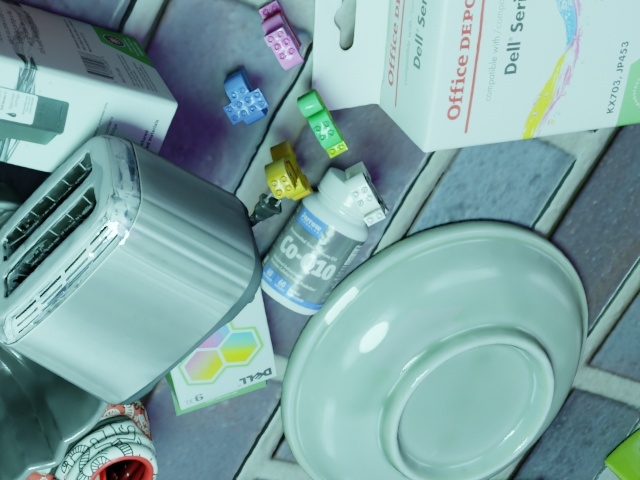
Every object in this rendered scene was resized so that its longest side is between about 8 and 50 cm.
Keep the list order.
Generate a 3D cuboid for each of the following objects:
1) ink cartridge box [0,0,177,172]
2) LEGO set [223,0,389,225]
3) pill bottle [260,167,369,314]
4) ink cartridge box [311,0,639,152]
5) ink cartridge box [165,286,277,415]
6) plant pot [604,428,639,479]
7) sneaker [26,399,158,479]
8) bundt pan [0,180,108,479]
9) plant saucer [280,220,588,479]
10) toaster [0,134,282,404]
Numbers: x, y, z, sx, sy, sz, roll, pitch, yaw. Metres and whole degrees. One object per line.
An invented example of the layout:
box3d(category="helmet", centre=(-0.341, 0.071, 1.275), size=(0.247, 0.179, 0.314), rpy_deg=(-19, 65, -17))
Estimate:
box3d(category="ink cartridge box", centre=(-0.240, -0.127, 0.897), size=(0.208, 0.153, 0.087), rpy_deg=(13, 114, -29))
box3d(category="LEGO set", centre=(-0.024, -0.091, 1.016), size=(0.087, 0.093, 0.227), rpy_deg=(-27, 106, 11))
box3d(category="pill bottle", centre=(0.000, 0.000, 1.131), size=(0.078, 0.078, 0.137), rpy_deg=(23, 107, -34))
box3d(category="ink cartridge box", centre=(0.176, -0.206, 1.061), size=(0.353, 0.119, 0.207), rpy_deg=(-10, 124, -19))
box3d(category="ink cartridge box", centre=(-0.110, 0.105, 1.154), size=(0.109, 0.062, 0.209), rpy_deg=(-18, 125, -15))
box3d(category="plant pot", centre=(0.563, 0.328, 1.508), size=(0.207, 0.228, 0.227), rpy_deg=(-49, 127, 0))
box3d(category="sneaker", centre=(-0.280, 0.258, 1.117), size=(0.270, 0.145, 0.090), rpy_deg=(-38, 127, 1))
box3d(category="bundt pan", centre=(-0.347, 0.077, 0.989), size=(0.331, 0.124, 0.331), rpy_deg=(-12, 124, -19))
box3d(category="plant saucer", centre=(0.156, 0.173, 1.297), size=(0.400, 0.100, 0.400), rpy_deg=(-12, 123, -19))
box3d(category="toaster", centre=(-0.152, 0.018, 0.867), size=(0.227, 0.129, 0.146), rpy_deg=(-40, 132, 22))
